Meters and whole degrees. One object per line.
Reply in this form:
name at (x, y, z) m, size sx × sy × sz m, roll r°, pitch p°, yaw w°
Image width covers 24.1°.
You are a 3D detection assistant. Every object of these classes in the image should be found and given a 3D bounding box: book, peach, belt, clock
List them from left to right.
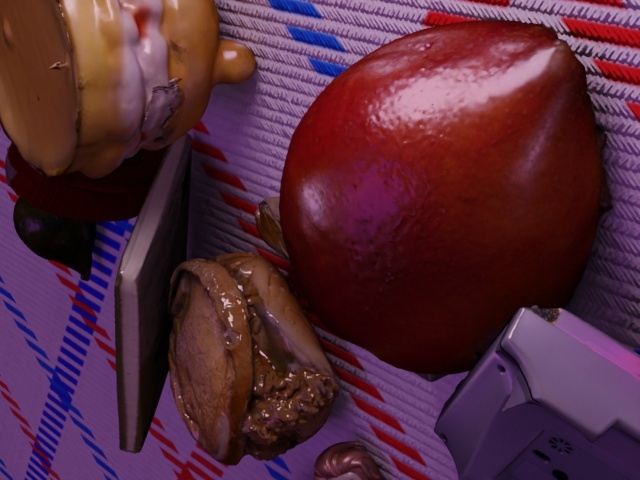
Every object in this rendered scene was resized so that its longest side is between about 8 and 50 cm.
belt at (-0.286, -0.095, 1.839) m, size 0.124 × 0.200 × 0.128 m, roll 133°, pitch 143°, yaw -61°
book at (-0.198, 0.067, 1.812) m, size 0.035 × 0.239 × 0.352 m, roll 12°, pitch 139°, yaw 4°
peach at (0.085, -0.028, 1.222) m, size 0.258 × 0.201 × 0.362 m, roll 57°, pitch 151°, yaw 17°
clock at (0.222, 0.170, 1.178) m, size 0.253 × 0.083 × 0.186 m, roll 31°, pitch 147°, yaw 4°

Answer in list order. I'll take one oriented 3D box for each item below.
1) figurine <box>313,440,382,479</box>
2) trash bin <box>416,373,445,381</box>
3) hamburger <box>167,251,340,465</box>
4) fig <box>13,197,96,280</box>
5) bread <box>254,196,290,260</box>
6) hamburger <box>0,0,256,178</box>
figurine at (0.042, 0.310, 1.700) m, size 0.126 × 0.114 × 0.157 m, roll -27°, pitch 56°, yaw 33°
trash bin at (0.101, 0.082, 1.457) m, size 0.061 × 0.043 × 0.092 m, roll 27°, pitch 133°, yaw 51°
hamburger at (-0.086, 0.133, 1.726) m, size 0.286 × 0.146 × 0.243 m, roll 23°, pitch 126°, yaw 61°
fig at (-0.372, -0.011, 2.170) m, size 0.117 × 0.117 × 0.177 m, roll 42°, pitch 167°, yaw 37°
bread at (-0.001, 0.000, 1.558) m, size 0.214 × 0.053 × 0.073 m, roll 26°, pitch 130°, yaw 55°
hamburger at (-0.211, -0.209, 1.571) m, size 0.276 × 0.236 × 0.276 m, roll 33°, pitch 131°, yaw 50°
